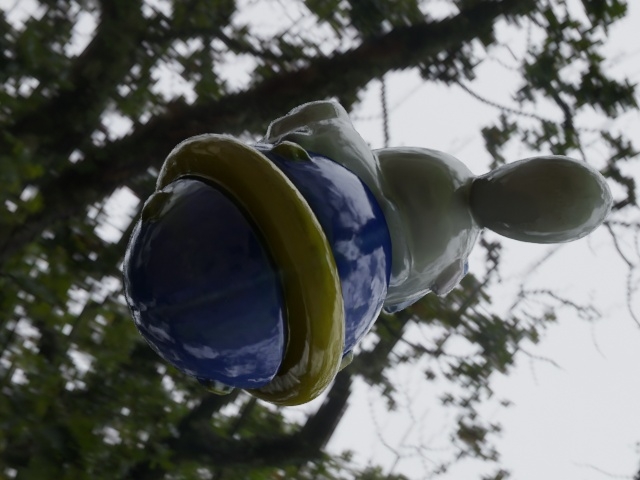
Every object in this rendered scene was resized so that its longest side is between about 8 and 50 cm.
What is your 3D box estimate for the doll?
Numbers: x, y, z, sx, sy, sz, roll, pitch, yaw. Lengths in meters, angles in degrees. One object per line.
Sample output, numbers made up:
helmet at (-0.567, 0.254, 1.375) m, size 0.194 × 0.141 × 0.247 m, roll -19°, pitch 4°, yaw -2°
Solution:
doll at (-0.020, -0.007, 0.903) m, size 0.243 × 0.311 × 0.159 m, roll -35°, pitch -81°, yaw -22°
